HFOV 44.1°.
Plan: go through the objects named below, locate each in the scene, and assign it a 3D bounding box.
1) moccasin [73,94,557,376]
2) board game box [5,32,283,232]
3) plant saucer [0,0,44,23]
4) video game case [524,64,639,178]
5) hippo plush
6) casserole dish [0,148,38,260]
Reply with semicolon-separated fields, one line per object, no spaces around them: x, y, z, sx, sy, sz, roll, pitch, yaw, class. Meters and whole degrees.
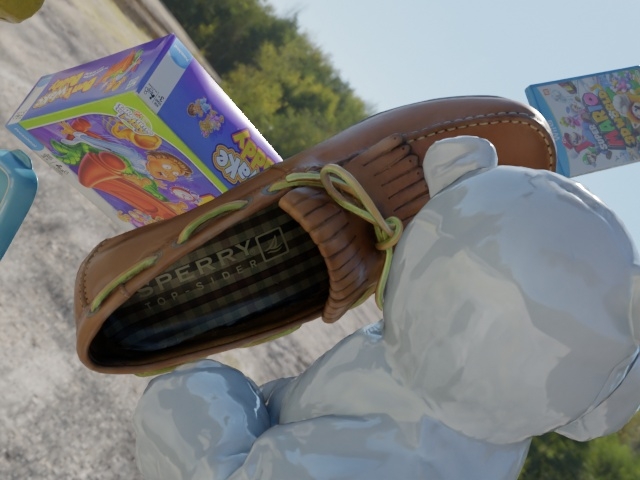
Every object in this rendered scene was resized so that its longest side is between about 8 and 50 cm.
-0.001;-0.003;0.584;0.147;0.380;0.139;-117;-169;-66;moccasin
-0.140;-0.052;0.876;0.233;0.078;0.347;-3;-39;42;board game box
-0.211;-0.294;0.291;0.333;0.333;0.081;32;28;-12;plant saucer
0.335;-0.143;0.947;0.015;0.166;0.119;135;-60;-68;video game case
0.036;0.065;0.388;0.234;0.236;0.294;33;3;37;hippo plush
-0.452;-0.040;1.063;0.114;0.188;0.037;36;8;27;casserole dish
